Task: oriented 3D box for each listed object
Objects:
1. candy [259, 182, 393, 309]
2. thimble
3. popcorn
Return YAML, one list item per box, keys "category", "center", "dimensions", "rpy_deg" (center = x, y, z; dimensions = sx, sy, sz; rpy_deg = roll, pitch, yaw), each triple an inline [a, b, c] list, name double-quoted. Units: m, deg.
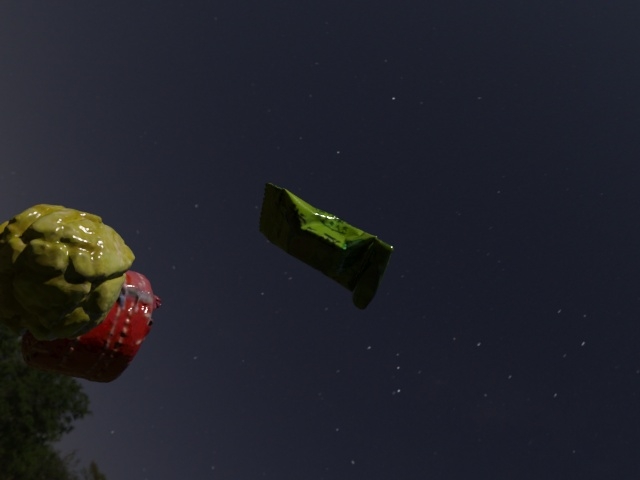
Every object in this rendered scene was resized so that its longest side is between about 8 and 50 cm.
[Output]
- category: "candy"
  center: [0.000, 0.000, 0.776]
  dimensions: [0.246, 0.069, 0.149]
  rpy_deg: [30, -44, 13]
- category: "thimble"
  center: [-0.331, 0.110, 0.664]
  dimensions: [0.190, 0.125, 0.163]
  rpy_deg: [-7, -118, 49]
- category: "popcorn"
  center: [-0.225, 0.025, 0.408]
  dimensions: [0.116, 0.106, 0.120]
  rpy_deg: [-8, -60, 23]
